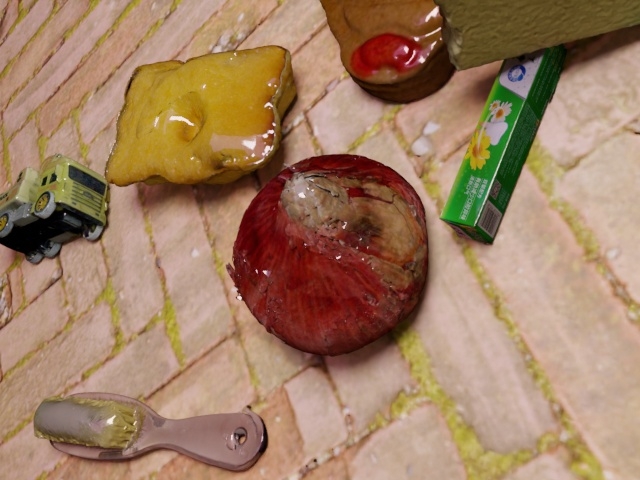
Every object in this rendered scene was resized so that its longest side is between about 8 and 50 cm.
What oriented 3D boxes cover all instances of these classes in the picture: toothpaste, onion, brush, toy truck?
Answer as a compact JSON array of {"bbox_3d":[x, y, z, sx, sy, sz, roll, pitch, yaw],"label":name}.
[{"bbox_3d":[0.151,-0.087,0.524,0.037,0.043,0.178,18,84,41],"label":"toothpaste"},{"bbox_3d":[0.000,0.000,0.534,0.184,0.147,0.184,-10,59,18],"label":"onion"},{"bbox_3d":[-0.191,0.193,0.650,0.313,0.067,0.072,-5,69,32],"label":"brush"},{"bbox_3d":[-0.367,-0.050,0.854,0.191,0.085,0.116,-18,58,32],"label":"toy truck"}]

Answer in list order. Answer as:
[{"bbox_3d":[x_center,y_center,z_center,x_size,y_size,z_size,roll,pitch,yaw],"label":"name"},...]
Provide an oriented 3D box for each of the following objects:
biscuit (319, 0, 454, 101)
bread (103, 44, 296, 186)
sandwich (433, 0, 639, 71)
[{"bbox_3d":[0.130,-0.316,0.618,0.359,0.074,0.381,13,77,40],"label":"biscuit"},{"bbox_3d":[-0.129,-0.131,0.716,0.233,0.088,0.161,-1,77,33],"label":"bread"},{"bbox_3d":[0.178,-0.195,0.454,0.212,0.245,0.063,-31,54,41],"label":"sandwich"}]
